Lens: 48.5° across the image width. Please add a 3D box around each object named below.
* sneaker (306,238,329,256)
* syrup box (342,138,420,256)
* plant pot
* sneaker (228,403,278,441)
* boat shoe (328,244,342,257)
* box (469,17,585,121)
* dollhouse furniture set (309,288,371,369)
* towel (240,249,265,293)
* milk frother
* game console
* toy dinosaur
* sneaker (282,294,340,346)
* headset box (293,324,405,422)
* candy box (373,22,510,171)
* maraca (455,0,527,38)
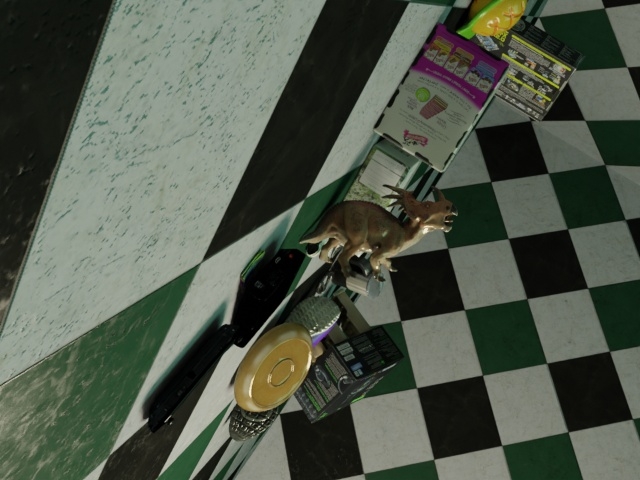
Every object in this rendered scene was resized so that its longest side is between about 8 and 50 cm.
[{"bbox_3d":[0.000,0.000,1.464,0.083,0.031,0.037,-58,171,5],"label":"sneaker"},{"bbox_3d":[0.112,-0.092,1.545,0.237,0.093,0.096,-61,171,25],"label":"syrup box"},{"bbox_3d":[-0.098,0.301,1.648,0.236,0.032,0.237,-27,133,-34],"label":"plant pot"},{"bbox_3d":[-0.152,0.435,1.967,0.286,0.109,0.130,-51,176,-24],"label":"sneaker"},{"bbox_3d":[0.055,-0.010,1.700,0.142,0.040,0.049,-62,170,28],"label":"boat shoe"},{"bbox_3d":[0.502,-0.452,1.819,0.060,0.270,0.216,-51,169,-28],"label":"box"},{"bbox_3d":[0.010,0.289,2.238,0.242,0.161,0.212,-27,158,-24],"label":"dollhouse furniture set"},{"bbox_3d":[-0.107,0.050,1.132,0.060,0.009,0.083,-53,170,-21],"label":"towel"},{"bbox_3d":[0.080,0.117,1.973,0.143,0.134,0.129,-57,141,-18],"label":"milk frother"},{"bbox_3d":[-0.152,0.167,1.157,0.361,0.044,0.213,-49,173,-31],"label":"game console"},{"bbox_3d":[0.101,-0.032,1.417,0.127,0.295,0.201,-127,-132,-71],"label":"toy dinosaur"},{"bbox_3d":[-0.068,0.263,1.832,0.293,0.102,0.146,-42,164,-34],"label":"sneaker"},{"bbox_3d":[0.078,0.418,2.204,0.246,0.131,0.283,-13,150,-47],"label":"headset box"},{"bbox_3d":[0.230,-0.267,1.353,0.234,0.159,0.071,-58,170,10],"label":"candy box"},{"bbox_3d":[0.363,-0.486,1.533,0.185,0.099,0.127,-34,171,26],"label":"maraca"}]
